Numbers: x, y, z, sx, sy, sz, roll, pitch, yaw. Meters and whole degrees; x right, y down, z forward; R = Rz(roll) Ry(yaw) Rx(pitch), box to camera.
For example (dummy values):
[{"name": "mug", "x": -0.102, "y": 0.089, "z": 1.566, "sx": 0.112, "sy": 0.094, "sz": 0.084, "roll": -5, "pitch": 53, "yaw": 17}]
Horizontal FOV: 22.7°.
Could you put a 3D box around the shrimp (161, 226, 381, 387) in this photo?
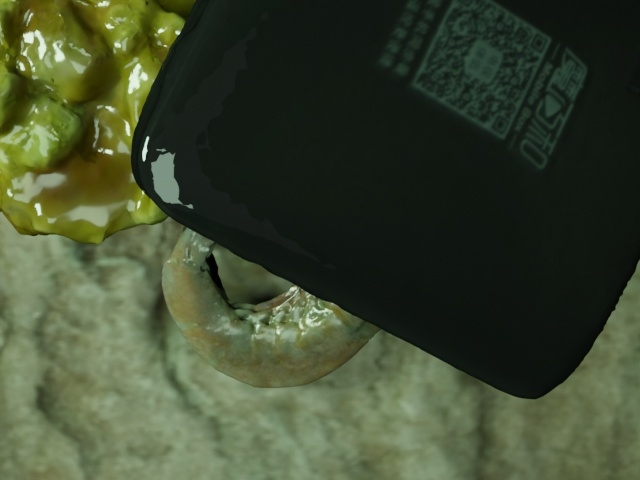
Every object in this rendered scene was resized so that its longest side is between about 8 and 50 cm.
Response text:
[{"name": "shrimp", "x": 0.000, "y": 0.000, "z": 0.986, "sx": 0.219, "sy": 0.046, "sz": 0.152, "roll": -36, "pitch": 112, "yaw": 16}]

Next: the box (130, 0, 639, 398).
[{"name": "box", "x": 0.072, "y": -0.093, "z": 0.856, "sx": 0.289, "sy": 0.073, "sz": 0.290, "roll": 28, "pitch": 84, "yaw": -22}]

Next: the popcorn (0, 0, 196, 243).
[{"name": "popcorn", "x": -0.142, "y": -0.093, "z": 0.890, "sx": 0.197, "sy": 0.155, "sz": 0.198, "roll": 3, "pitch": 105, "yaw": 10}]
